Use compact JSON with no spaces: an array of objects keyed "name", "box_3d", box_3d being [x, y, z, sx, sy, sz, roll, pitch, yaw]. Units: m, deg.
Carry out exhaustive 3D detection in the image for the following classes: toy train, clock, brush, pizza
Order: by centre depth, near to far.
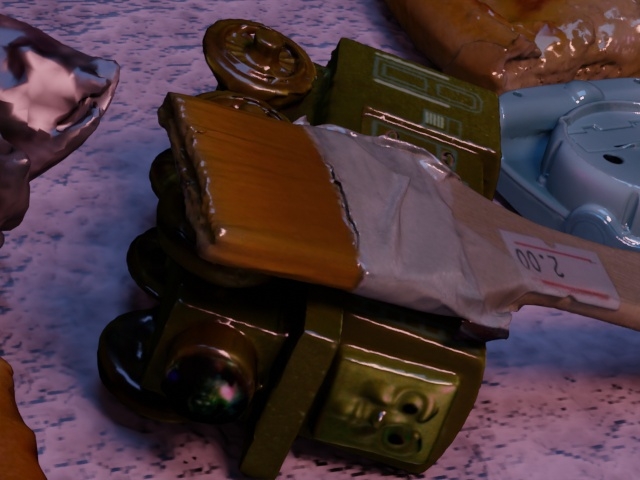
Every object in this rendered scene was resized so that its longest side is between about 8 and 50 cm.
[{"name":"brush","box_3d":[0.094,0.011,0.650,0.337,0.020,0.085,14,40,-33]},{"name":"toy train","box_3d":[0.000,0.000,0.673,0.137,0.090,0.225,19,35,-9]},{"name":"clock","box_3d":[0.149,-0.022,0.797,0.108,0.045,0.147,-9,37,-29]},{"name":"pizza","box_3d":[0.139,-0.165,0.991,0.223,0.089,0.323,4,32,-7]}]

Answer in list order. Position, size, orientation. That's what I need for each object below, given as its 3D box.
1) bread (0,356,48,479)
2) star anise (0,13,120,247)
[{"name":"bread","box_3d":[-0.107,0.155,0.393,0.138,0.077,0.361,-1,33,-22]},{"name":"star anise","box_3d":[-0.193,-0.029,0.598,0.283,0.129,0.212,2,16,32]}]
